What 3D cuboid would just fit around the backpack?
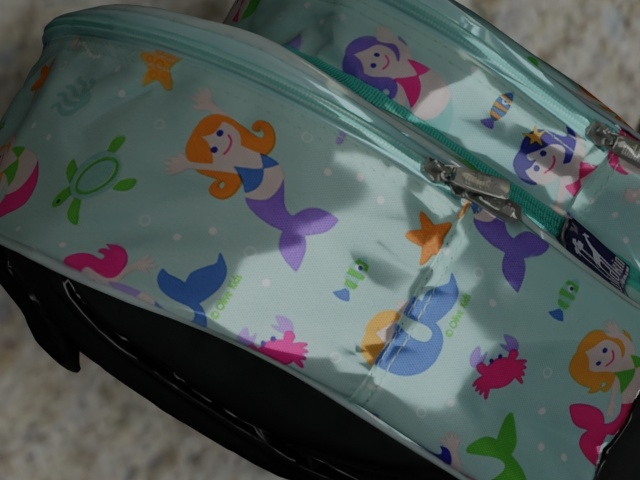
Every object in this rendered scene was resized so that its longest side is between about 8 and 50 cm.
[{"bbox_3d":[0.000,0.000,0.706,0.253,0.225,0.191,24,85,-21],"label":"backpack"}]
